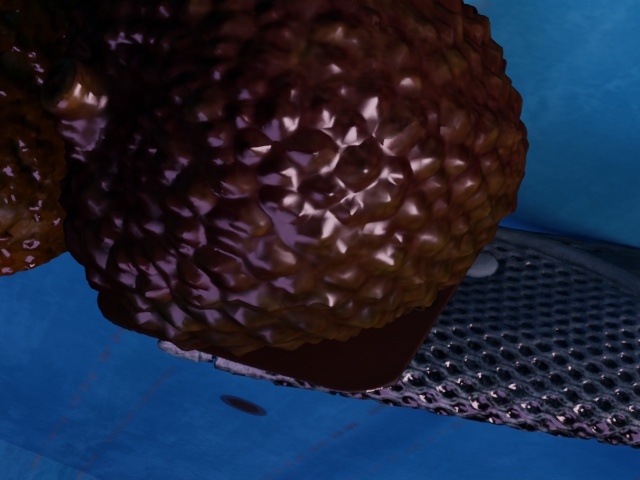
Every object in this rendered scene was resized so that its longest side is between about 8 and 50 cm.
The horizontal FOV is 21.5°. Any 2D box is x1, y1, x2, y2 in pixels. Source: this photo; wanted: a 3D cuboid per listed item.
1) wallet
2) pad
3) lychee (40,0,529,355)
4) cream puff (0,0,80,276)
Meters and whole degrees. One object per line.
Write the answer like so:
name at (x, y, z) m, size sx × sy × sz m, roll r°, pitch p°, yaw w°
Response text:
wallet at (0.087, 0.038, 1.031) m, size 0.342 × 0.075 × 0.237 m, roll 11°, pitch -158°, yaw 1°
pad at (0.000, 0.000, 0.996) m, size 0.181 × 0.267 × 0.004 m, roll 15°, pitch 124°, yaw 16°
lychee at (-0.017, -0.056, 0.869) m, size 0.271 × 0.235 × 0.236 m, roll 11°, pitch 165°, yaw -27°
cream puff at (-0.244, -0.085, 1.025) m, size 0.303 × 0.212 × 0.303 m, roll 14°, pitch 163°, yaw 5°
